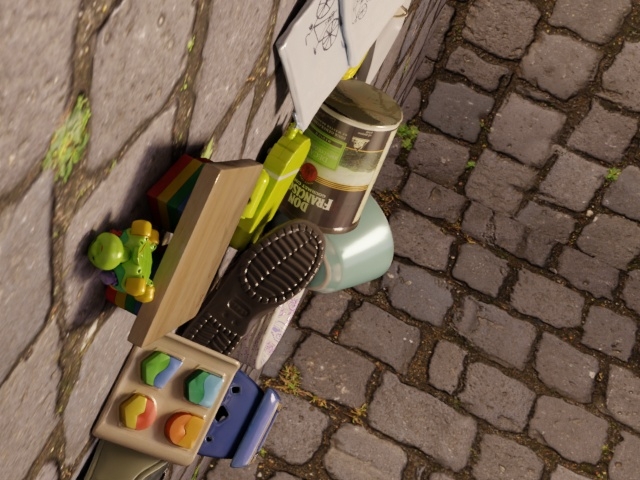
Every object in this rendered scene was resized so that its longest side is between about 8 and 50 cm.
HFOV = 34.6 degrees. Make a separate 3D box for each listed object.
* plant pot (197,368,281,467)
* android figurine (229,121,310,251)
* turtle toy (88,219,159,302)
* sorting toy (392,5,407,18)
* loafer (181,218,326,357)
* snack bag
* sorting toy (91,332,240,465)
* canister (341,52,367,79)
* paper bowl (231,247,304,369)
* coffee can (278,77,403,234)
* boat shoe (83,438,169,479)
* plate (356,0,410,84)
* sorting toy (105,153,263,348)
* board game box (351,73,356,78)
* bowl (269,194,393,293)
[{"bbox_3d":[-0.223,0.418,2.456,0.236,0.212,0.236,-63,175,-10],"label":"plant pot"},{"bbox_3d":[-0.099,-0.111,2.008,0.273,0.056,0.248,-62,174,16],"label":"android figurine"},{"bbox_3d":[-0.241,0.022,1.253,0.130,0.066,0.095,76,17,-77],"label":"turtle toy"},{"bbox_3d":[0.164,-0.564,2.394,0.045,0.083,0.075,-24,-139,38],"label":"sorting toy"},{"bbox_3d":[-0.147,0.091,2.030,0.366,0.134,0.130,-43,-163,-5],"label":"loafer"},{"bbox_3d":[0.043,-0.382,1.798,0.342,0.037,0.323,-54,164,-13],"label":"snack bag"},{"bbox_3d":[-0.252,0.265,1.711,0.208,0.193,0.038,-62,-149,0],"label":"sorting toy"},{"bbox_3d":[0.056,-0.408,2.022,0.126,0.073,0.170,-61,172,-14],"label":"canister"},{"bbox_3d":[-0.138,0.130,2.272,0.284,0.148,0.284,-62,174,-11],"label":"paper bowl"},{"bbox_3d":[0.033,-0.181,2.174,0.275,0.202,0.201,-68,173,32],"label":"coffee can"},{"bbox_3d":[-0.337,0.402,1.793,0.113,0.127,0.340,116,0,-68],"label":"boat shoe"},{"bbox_3d":[0.161,-0.535,2.567,0.278,0.045,0.277,105,11,-61],"label":"plate"},{"bbox_3d":[-0.196,-0.005,1.431,0.257,0.089,0.255,-65,174,9],"label":"sorting toy"},{"bbox_3d":[0.058,-0.388,2.368,0.136,0.030,0.259,-58,172,-32],"label":"board game box"},{"bbox_3d":[0.000,0.000,2.413,0.163,0.311,0.311,-38,159,-36],"label":"bowl"}]
